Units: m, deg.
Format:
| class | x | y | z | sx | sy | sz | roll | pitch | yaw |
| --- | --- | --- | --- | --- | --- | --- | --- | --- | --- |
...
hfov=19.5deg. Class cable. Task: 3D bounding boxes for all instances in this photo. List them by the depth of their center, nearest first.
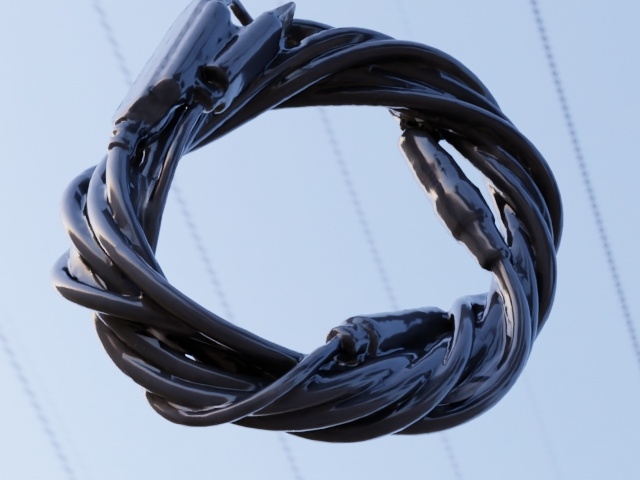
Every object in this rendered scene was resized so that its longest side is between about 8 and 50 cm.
| class | x | y | z | sx | sy | sz | roll | pitch | yaw |
| --- | --- | --- | --- | --- | --- | --- | --- | --- | --- |
| cable | 0.000 | 0.000 | 0.572 | 0.150 | 0.184 | 0.047 | 29 | -48 | -6 |
